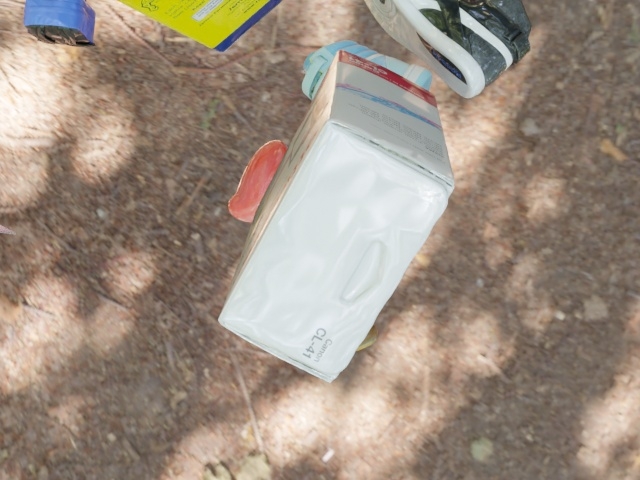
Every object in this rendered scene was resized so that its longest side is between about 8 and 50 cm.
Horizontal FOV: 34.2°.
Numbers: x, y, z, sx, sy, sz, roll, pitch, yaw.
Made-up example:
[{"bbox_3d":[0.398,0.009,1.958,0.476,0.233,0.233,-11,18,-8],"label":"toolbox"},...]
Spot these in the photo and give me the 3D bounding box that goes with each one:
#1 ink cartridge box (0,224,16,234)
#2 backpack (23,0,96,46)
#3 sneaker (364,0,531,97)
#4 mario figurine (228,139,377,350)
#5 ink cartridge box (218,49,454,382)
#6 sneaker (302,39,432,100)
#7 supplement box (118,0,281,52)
[{"bbox_3d":[-0.446,-0.068,1.156,0.208,0.206,0.045,25,88,-5],"label":"ink cartridge box"},{"bbox_3d":[-0.398,-0.347,1.568,0.098,0.120,0.101,-1,93,1],"label":"backpack"},{"bbox_3d":[0.142,-0.257,1.136,0.121,0.217,0.079,-34,157,-13],"label":"sneaker"},{"bbox_3d":[0.000,0.000,1.502,0.170,0.198,0.320,-40,111,-52],"label":"mario figurine"},{"bbox_3d":[0.019,-0.041,1.032,0.131,0.306,0.226,27,110,-6],"label":"ink cartridge box"},{"bbox_3d":[0.027,-0.205,1.717,0.319,0.208,0.127,-52,164,-34],"label":"sneaker"},{"bbox_3d":[-0.172,-0.378,1.152,0.195,0.194,0.356,-38,162,16],"label":"supplement box"}]
